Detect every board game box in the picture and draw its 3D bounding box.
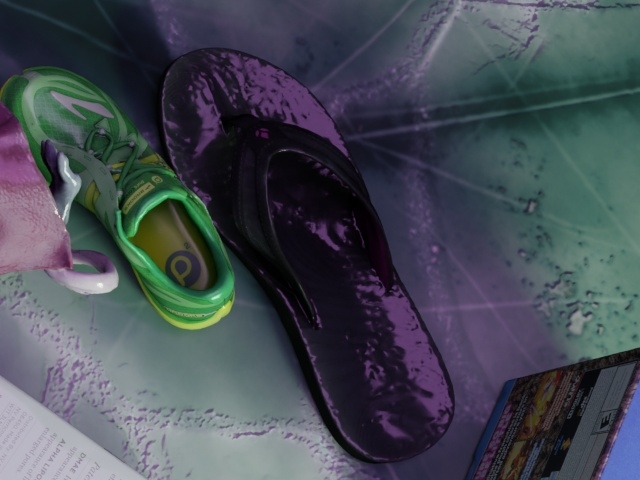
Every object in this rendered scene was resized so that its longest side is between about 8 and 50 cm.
[{"bbox_3d":[0.245,0.245,1.646,0.141,0.291,0.232,30,72,-12],"label":"board game box"}]

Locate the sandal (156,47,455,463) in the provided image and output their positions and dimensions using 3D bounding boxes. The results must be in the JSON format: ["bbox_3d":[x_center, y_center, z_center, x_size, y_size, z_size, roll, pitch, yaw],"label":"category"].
[{"bbox_3d":[0.003,0.000,1.712,0.167,0.107,0.446,-31,90,-22],"label":"sandal"}]

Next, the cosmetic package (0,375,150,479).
[{"bbox_3d":[-0.182,0.290,1.535,0.385,0.217,0.156,36,70,-11],"label":"cosmetic package"}]

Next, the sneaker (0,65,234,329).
[{"bbox_3d":[-0.173,-0.051,1.654,0.109,0.123,0.295,-43,94,-21],"label":"sneaker"}]

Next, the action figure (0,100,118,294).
[{"bbox_3d":[-0.409,0.007,1.558,0.370,0.248,0.276,-39,120,-22],"label":"action figure"}]
